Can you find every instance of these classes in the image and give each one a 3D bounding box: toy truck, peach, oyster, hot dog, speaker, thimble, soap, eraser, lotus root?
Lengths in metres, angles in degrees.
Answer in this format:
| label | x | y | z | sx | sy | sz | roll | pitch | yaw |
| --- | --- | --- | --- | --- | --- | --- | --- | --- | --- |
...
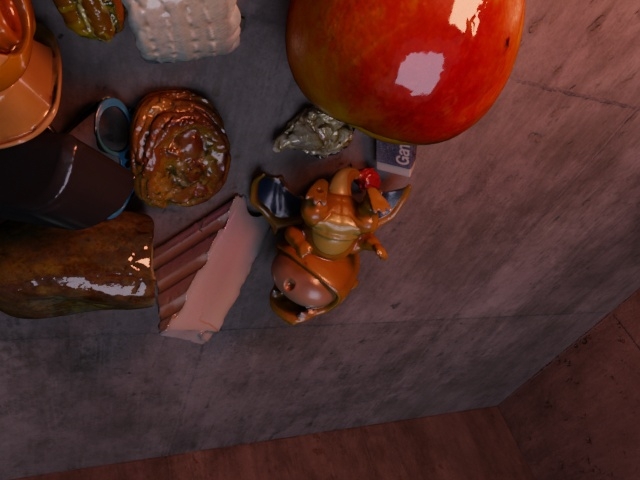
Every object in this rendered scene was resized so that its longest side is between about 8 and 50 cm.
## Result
| label | x | y | z | sx | sy | sz | roll | pitch | yaw |
| --- | --- | --- | --- | --- | --- | --- | --- | --- | --- |
| toy truck | -0.486 | -0.290 | 0.660 | 0.204 | 0.288 | 0.212 | -15 | 166 | -8 |
| peach | 0.142 | -0.345 | 0.801 | 0.387 | 0.389 | 0.389 | -12 | 141 | -10 |
| oyster | -0.010 | -0.223 | 1.082 | 0.190 | 0.081 | 0.163 | -21 | 146 | 6 |
| hot dog | -0.360 | -0.415 | 0.712 | 0.115 | 0.072 | 0.269 | -23 | 141 | -9 |
| hot dog | -0.287 | -0.161 | 0.998 | 0.195 | 0.122 | 0.272 | -11 | 139 | -28 |
| speaker | -0.535 | -0.076 | 0.825 | 0.387 | 0.184 | 0.180 | 7 | 170 | 13 |
| thimble | -0.202 | -0.382 | 0.707 | 0.171 | 0.205 | 0.250 | -12 | 142 | -11 |
| soap | -0.244 | 0.076 | 1.183 | 0.302 | 0.258 | 0.159 | -32 | 139 | 13 |
| eraser | 0.175 | -0.241 | 1.127 | 0.091 | 0.046 | 0.213 | 17 | 148 | 17 |
| lotus root | -0.523 | 0.047 | 1.033 | 0.345 | 0.251 | 0.251 | -5 | 139 | -18 |

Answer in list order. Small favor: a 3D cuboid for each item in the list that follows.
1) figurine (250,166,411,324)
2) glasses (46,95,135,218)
| label | x | y | z | sx | sy | sz | roll | pitch | yaw |
| --- | --- | --- | --- | --- | --- | --- | --- | --- | --- |
| figurine | 0.036 | 0.006 | 1.219 | 0.400 | 0.268 | 0.387 | -5 | 137 | -23 |
| glasses | -0.455 | -0.155 | 0.930 | 0.206 | 0.102 | 0.239 | 0 | 119 | -14 |
